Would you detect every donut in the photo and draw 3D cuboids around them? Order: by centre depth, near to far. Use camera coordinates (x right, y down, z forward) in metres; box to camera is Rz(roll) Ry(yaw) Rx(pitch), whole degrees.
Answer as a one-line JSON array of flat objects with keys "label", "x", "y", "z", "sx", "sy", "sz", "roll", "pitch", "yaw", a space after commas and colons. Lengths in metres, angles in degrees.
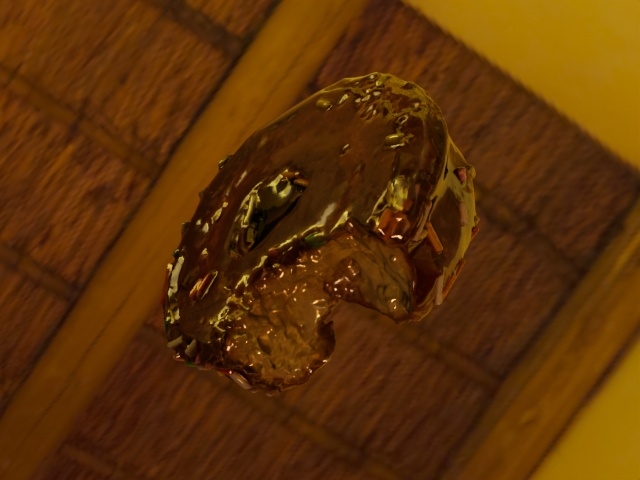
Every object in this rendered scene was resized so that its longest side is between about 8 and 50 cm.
[{"label": "donut", "x": 0.001, "y": -0.001, "z": 0.956, "sx": 0.096, "sy": 0.230, "sz": 0.216, "roll": 42, "pitch": -168, "yaw": -28}]
